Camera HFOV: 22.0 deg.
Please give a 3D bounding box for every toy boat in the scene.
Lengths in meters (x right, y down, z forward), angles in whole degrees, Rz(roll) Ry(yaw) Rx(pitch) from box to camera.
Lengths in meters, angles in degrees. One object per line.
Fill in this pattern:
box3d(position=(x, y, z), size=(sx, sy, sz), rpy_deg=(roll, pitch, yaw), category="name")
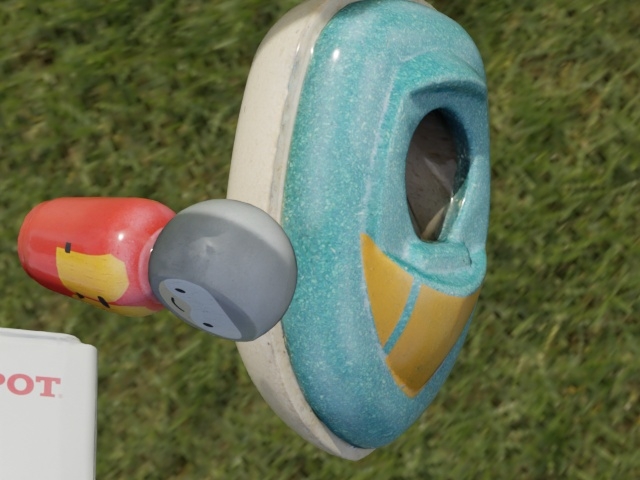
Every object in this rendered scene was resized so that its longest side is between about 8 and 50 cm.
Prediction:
box3d(position=(0.000, 0.000, 0.868), size=(0.148, 0.318, 0.267), rpy_deg=(8, 100, 37), category="toy boat")

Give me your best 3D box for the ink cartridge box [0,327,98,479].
box3d(position=(-0.256, 0.212, 0.972), size=(0.129, 0.223, 0.307), rpy_deg=(131, 141, -60), category="ink cartridge box")
